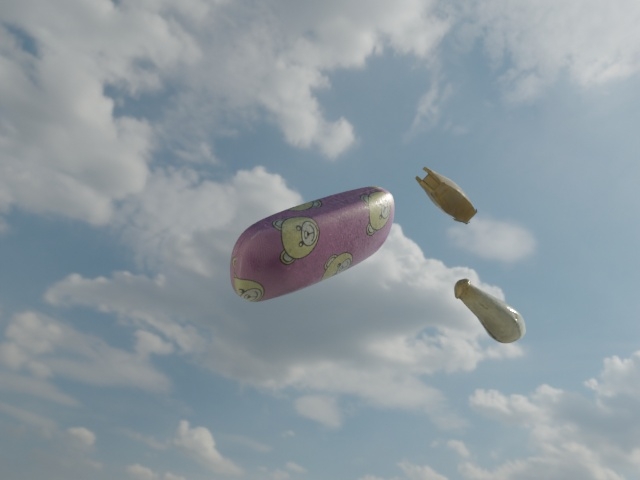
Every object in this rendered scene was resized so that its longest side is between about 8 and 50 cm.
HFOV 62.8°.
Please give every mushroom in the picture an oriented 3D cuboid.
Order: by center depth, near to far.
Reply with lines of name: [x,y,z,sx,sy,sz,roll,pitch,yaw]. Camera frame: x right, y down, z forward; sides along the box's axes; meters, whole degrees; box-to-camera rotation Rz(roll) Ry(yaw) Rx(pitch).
mushroom: [0.479,0.199,1.463,0.270,0.103,0.118,42,-8,-28]

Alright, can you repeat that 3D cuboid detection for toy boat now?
toy boat: [0.276,-0.098,1.153,0.064,0.072,0.206,-49,-47,10]

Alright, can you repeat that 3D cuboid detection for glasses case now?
glasses case: [0.000,0.000,0.795,0.076,0.316,0.123,33,-51,36]
